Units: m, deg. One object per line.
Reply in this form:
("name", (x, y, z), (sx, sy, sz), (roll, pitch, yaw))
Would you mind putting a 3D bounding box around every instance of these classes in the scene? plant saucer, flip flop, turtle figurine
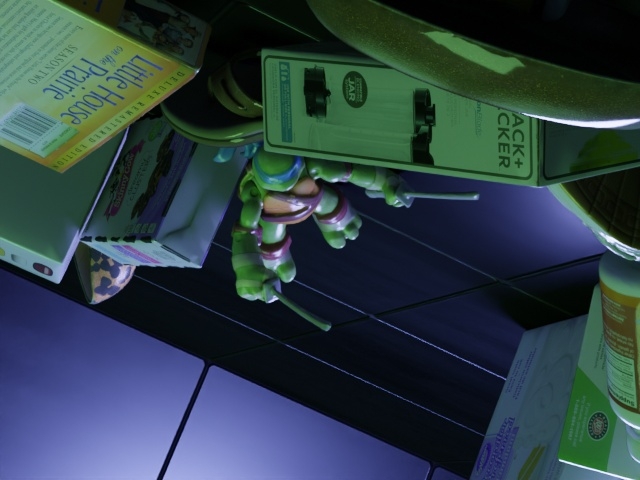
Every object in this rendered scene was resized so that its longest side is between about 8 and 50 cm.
("plant saucer", (0.119, -0.141, 1.327), (0.310, 0.050, 0.310), (15, -162, -5))
("flip flop", (-0.046, -0.142, 1.840), (0.277, 0.112, 0.080), (12, 137, 47))
("turtle figurine", (0.000, 0.000, 2.096), (0.275, 0.198, 0.266), (25, 171, 5))

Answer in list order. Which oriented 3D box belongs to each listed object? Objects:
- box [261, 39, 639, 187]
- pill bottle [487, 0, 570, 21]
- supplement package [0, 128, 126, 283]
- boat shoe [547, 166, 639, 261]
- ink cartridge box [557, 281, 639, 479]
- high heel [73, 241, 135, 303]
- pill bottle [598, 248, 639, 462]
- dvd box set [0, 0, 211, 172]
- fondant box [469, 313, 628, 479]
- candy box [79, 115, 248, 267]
("box", (0.110, -0.109, 1.559), (0.290, 0.087, 0.169), (9, -165, 42))
("pill bottle", (0.088, -0.219, 1.282), (0.184, 0.103, 0.103), (20, 167, 7))
("supplement package", (-0.383, -0.100, 2.301), (0.262, 0.204, 0.145), (24, 166, -4))
("boat shoe", (0.272, -0.029, 1.743), (0.277, 0.098, 0.096), (30, 164, -35))
("ink cartridge box", (0.408, 0.168, 2.043), (0.273, 0.198, 0.115), (13, 179, 36))
("high heel", (-0.337, -0.044, 2.481), (0.261, 0.186, 0.093), (27, 166, -19))
("pill bottle", (0.339, 0.109, 1.910), (0.121, 0.121, 0.216), (12, 123, 37))
("dvd box set", (-0.350, -0.215, 1.791), (0.420, 0.062, 0.307), (26, 153, -22))
("fondant box", (0.302, 0.219, 2.368), (0.096, 0.238, 0.330), (24, 167, -9))
("candy box", (-0.174, -0.057, 2.216), (0.070, 0.165, 0.196), (30, 165, -28))
